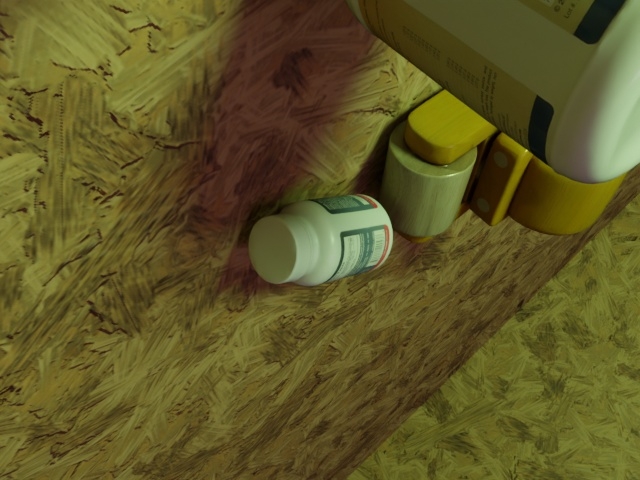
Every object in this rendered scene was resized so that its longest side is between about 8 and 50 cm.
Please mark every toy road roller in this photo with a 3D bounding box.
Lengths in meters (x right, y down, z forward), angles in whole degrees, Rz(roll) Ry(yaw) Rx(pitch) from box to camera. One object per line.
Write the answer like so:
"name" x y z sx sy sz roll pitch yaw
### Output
"toy road roller" 0.266 -0.099 0.943 0.329 0.240 0.203 -33 151 -25

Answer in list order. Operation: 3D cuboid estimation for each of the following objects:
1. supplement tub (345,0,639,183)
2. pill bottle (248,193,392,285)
"supplement tub" 0.155 -0.219 0.516 0.228 0.316 0.228 -34 153 -21
"pill bottle" 0.000 0.000 0.852 0.180 0.108 0.108 -10 137 -50
